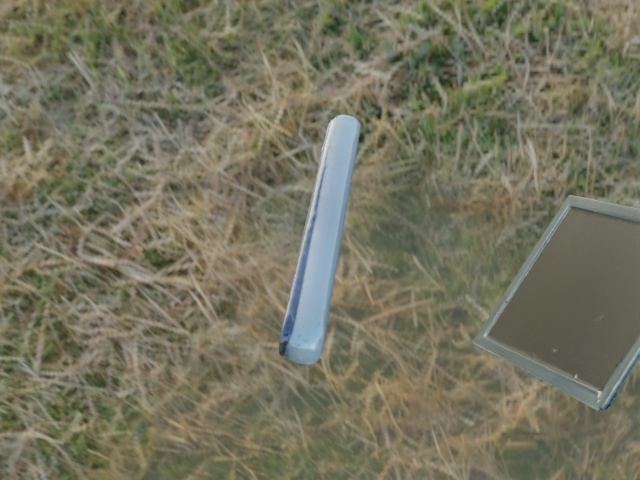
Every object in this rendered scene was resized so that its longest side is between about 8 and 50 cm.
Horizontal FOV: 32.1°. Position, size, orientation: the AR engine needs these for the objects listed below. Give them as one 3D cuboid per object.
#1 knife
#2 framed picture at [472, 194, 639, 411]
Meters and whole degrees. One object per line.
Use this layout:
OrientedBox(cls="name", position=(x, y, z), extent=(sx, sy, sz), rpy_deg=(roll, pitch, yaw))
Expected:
OrientedBox(cls="knife", position=(0.000, -0.002, 1.093), extent=(0.041, 0.073, 0.265), rpy_deg=(11, 62, -1))
OrientedBox(cls="framed picture", position=(0.260, 0.051, 1.086), extent=(0.014, 0.252, 0.197), rpy_deg=(35, 86, -20))
